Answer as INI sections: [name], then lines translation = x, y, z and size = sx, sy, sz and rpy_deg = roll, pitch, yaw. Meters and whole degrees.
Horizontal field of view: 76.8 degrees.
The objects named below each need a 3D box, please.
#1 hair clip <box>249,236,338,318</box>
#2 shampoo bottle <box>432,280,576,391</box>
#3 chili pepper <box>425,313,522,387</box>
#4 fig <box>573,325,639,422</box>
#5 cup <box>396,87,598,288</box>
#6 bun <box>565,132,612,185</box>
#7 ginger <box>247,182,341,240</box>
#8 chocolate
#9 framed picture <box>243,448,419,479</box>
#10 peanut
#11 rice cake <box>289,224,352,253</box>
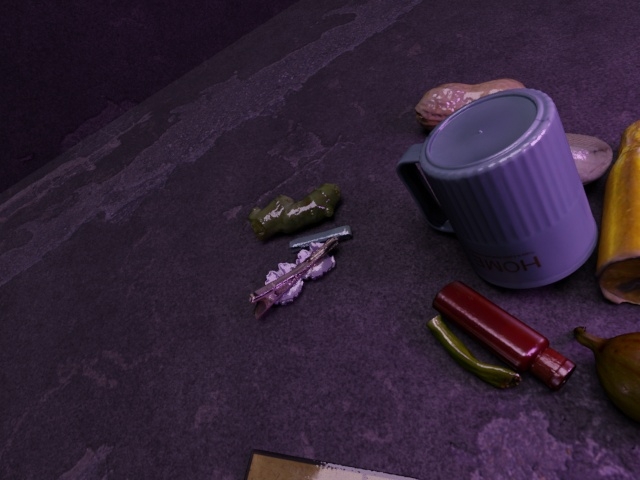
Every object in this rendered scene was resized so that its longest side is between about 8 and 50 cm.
[hair clip]
translation = -0.066, 0.084, 1.038
size = 0.292, 0.085, 0.106
rpy_deg = -37, 52, -16
[shampoo bottle]
translation = 0.347, 0.177, 0.779
size = 0.102, 0.065, 0.260
rpy_deg = -14, 38, -34
[chili pepper]
translation = 0.287, 0.220, 0.786
size = 0.050, 0.052, 0.201
rpy_deg = -40, 48, -12
[fig]
translation = 0.511, 0.197, 0.646
size = 0.147, 0.142, 0.186
rpy_deg = -27, 54, -38
[cup]
translation = 0.357, -0.116, 0.828
size = 0.256, 0.311, 0.331
rpy_deg = -39, 32, 3
[bun]
translation = 0.560, -0.187, 0.947
size = 0.220, 0.109, 0.221
rpy_deg = 0, 26, 0
[ginger]
translation = -0.078, -0.090, 1.182
size = 0.289, 0.089, 0.137
rpy_deg = -15, 40, 13
[chocolate]
translation = 0.660, -0.087, 0.810
size = 0.161, 0.162, 0.446
rpy_deg = 9, 55, 29
[framed picture]
translation = -0.007, 0.519, 0.689
size = 0.337, 0.014, 0.256
rpy_deg = -2, 52, 22
[peanut]
translation = 0.440, -0.399, 1.185
size = 0.312, 0.149, 0.149
rpy_deg = -1, 52, 22
[rice cake]
translation = 0.000, 0.000, 1.109
size = 0.179, 0.030, 0.042
rpy_deg = -15, 55, 13
